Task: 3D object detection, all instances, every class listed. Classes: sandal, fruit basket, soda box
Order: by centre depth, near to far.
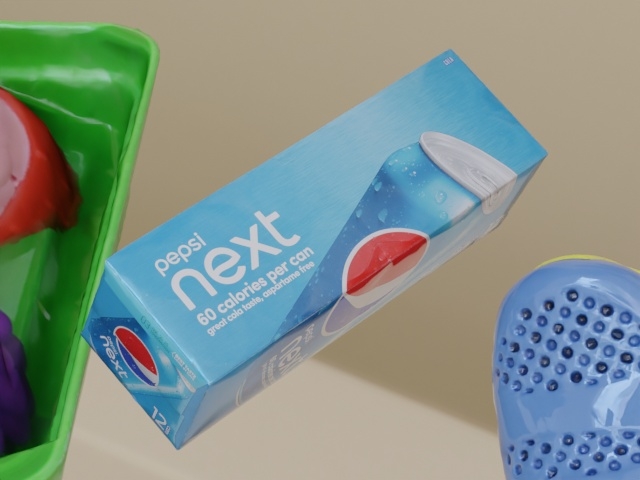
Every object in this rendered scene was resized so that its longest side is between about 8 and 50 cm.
[{"bbox_3d":[0.000,0.000,0.837,0.210,0.071,0.067,-34,-15,-31],"label":"soda box"},{"bbox_3d":[0.147,0.160,0.858,0.138,0.126,0.317,-5,-102,-61],"label":"sandal"},{"bbox_3d":[-0.239,-0.027,0.925,0.392,0.283,0.392,2,-90,-87],"label":"fruit basket"}]
